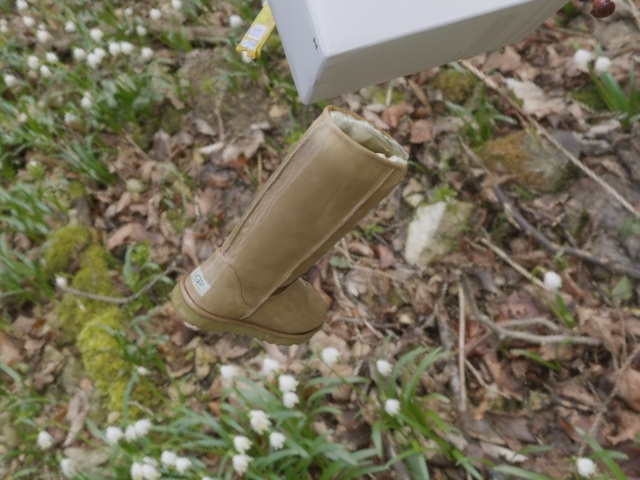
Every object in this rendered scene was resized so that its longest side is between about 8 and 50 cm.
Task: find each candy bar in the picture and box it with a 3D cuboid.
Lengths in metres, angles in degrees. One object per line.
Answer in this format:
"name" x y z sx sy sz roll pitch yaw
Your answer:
"candy bar" -0.082 -0.325 1.066 0.018 0.040 0.161 102 -171 -52

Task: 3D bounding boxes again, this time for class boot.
"boot" 0.000 0.000 0.764 0.269 0.236 0.089 -46 61 23

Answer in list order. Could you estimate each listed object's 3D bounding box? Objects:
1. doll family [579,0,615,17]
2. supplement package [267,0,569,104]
"doll family" 0.344 -0.328 0.783 0.076 0.111 0.193 -10 -12 -8
"supplement package" 0.100 -0.290 0.786 0.293 0.175 0.177 -18 -1 -10
